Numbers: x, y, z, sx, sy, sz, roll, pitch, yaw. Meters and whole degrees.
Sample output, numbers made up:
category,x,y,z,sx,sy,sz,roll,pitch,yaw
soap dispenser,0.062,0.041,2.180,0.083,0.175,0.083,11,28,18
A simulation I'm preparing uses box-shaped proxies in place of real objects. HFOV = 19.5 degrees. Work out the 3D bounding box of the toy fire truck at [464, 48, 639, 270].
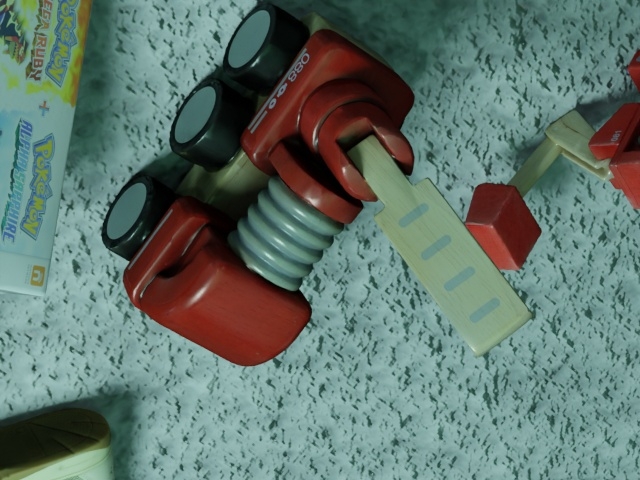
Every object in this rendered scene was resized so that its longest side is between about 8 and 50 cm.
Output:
category,x,y,z,sx,sy,sz,roll,pitch,yaw
toy fire truck,0.194,-0.065,1.292,0.047,0.135,0.192,55,51,-31

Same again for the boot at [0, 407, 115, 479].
category,x,y,z,sx,sy,sz,roll,pitch,yaw
boot,-0.236,0.219,1.294,0.213,0.077,0.165,-17,122,-15

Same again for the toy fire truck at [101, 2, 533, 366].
category,x,y,z,sx,sy,sz,roll,pitch,yaw
toy fire truck,0.000,0.000,1.167,0.158,0.246,0.217,31,102,-29

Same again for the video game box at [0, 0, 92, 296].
category,x,y,z,sx,sy,sz,roll,pitch,yaw
video game box,-0.218,-0.077,1.077,0.187,0.048,0.205,13,85,-58
